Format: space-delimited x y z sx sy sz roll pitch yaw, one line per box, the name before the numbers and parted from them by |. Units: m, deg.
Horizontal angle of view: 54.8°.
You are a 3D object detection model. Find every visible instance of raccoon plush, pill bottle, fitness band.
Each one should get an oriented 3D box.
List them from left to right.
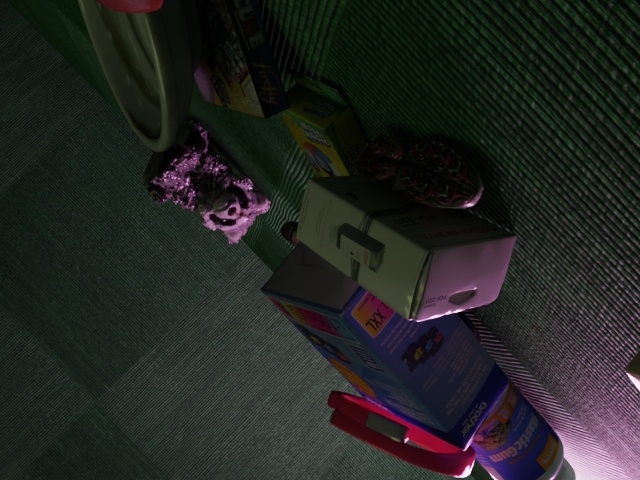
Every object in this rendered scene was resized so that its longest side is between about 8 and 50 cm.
raccoon plush | -0.304 -0.199 1.724 0.299 0.216 0.446 36 -155 -32
fitness band | 0.138 0.346 1.120 0.290 0.054 0.209 15 171 44
pill bottle | 0.373 0.391 1.206 0.272 0.152 0.152 47 169 -11

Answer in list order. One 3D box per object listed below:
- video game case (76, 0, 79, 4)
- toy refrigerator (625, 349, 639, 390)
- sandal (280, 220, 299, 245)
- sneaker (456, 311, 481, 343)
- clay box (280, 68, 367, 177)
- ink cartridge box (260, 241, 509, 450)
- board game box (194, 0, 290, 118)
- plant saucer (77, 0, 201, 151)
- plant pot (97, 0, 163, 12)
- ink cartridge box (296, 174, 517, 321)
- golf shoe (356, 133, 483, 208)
video game case | -0.516 -0.552 1.399 0.275 0.035 0.248 52 167 -33
toy refrigerator | 0.364 0.129 0.436 0.102 0.094 0.269 48 170 -13
sandal | -0.001 -0.001 1.387 0.120 0.086 0.303 36 -179 20
sneaker | 0.195 0.120 1.117 0.221 0.083 0.087 31 157 24
clay box | 0.017 -0.134 0.881 0.127 0.053 0.222 36 166 45
ink cartridge box | 0.121 0.176 1.028 0.395 0.151 0.270 47 161 -24
board game box | -0.137 -0.269 0.873 0.243 0.042 0.165 30 144 55
plant saucer | -0.256 -0.329 0.872 0.400 0.100 0.401 47 150 39
plant pot | -0.157 -0.315 0.392 0.272 0.272 0.265 38 175 34
ink cartridge box | 0.098 -0.003 0.751 0.218 0.158 0.092 37 124 43
golf shoe | 0.124 -0.074 0.704 0.086 0.068 0.186 24 -175 -35
